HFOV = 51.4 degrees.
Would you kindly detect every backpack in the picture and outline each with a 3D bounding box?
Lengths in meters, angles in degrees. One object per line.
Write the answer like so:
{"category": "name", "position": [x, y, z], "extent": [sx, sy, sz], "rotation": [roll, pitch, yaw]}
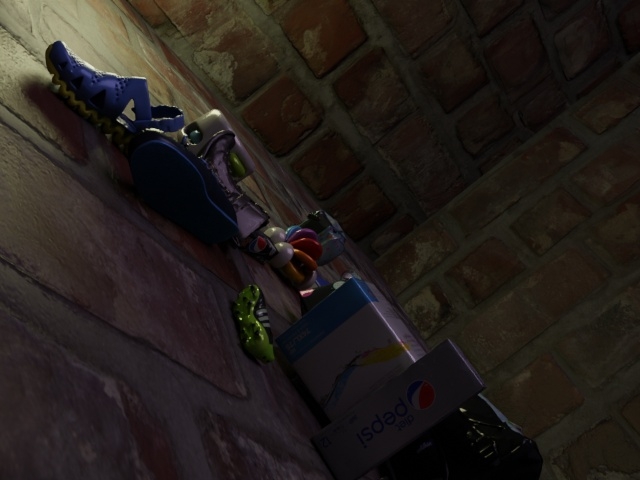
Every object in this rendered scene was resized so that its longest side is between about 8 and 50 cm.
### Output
{"category": "backpack", "position": [0.261, 0.434, 1.370], "extent": [0.273, 0.290, 0.355], "rotation": [57, -4, -31]}
{"category": "backpack", "position": [0.000, 0.000, 2.214], "extent": [0.144, 0.166, 0.188], "rotation": [56, 12, 19]}

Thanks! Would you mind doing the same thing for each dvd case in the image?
{"category": "dvd case", "position": [0.027, 0.330, 1.317], "extent": [0.221, 0.018, 0.164], "rotation": [51, 7, -3]}

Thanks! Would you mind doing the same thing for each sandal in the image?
{"category": "sandal", "position": [-0.387, -0.273, 1.291], "extent": [0.317, 0.138, 0.126], "rotation": [43, 12, -38]}

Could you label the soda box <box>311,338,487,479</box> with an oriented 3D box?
{"category": "soda box", "position": [0.133, 0.287, 1.110], "extent": [0.098, 0.286, 0.091], "rotation": [54, 7, 21]}

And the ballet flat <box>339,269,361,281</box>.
{"category": "ballet flat", "position": [0.103, 0.161, 2.151], "extent": [0.079, 0.077, 0.221], "rotation": [21, 25, -37]}

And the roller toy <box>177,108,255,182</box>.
{"category": "roller toy", "position": [-0.273, -0.225, 1.716], "extent": [0.191, 0.146, 0.209], "rotation": [58, -1, -2]}

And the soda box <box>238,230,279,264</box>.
{"category": "soda box", "position": [-0.170, -0.002, 1.612], "extent": [0.060, 0.053, 0.169], "rotation": [56, 9, 33]}

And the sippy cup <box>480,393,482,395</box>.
{"category": "sippy cup", "position": [0.270, 0.407, 1.680], "extent": [0.224, 0.305, 0.240], "rotation": [19, 59, -62]}

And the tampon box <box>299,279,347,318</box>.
{"category": "tampon box", "position": [0.032, 0.187, 1.535], "extent": [0.161, 0.120, 0.101], "rotation": [-120, -160, -51]}

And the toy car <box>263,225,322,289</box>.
{"category": "toy car", "position": [-0.063, 0.029, 1.793], "extent": [0.159, 0.136, 0.182], "rotation": [45, 9, -37]}

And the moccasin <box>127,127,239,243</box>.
{"category": "moccasin", "position": [-0.271, -0.109, 1.277], "extent": [0.342, 0.137, 0.117], "rotation": [64, 7, -58]}

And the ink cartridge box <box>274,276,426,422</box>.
{"category": "ink cartridge box", "position": [0.089, 0.240, 1.285], "extent": [0.270, 0.197, 0.198], "rotation": [53, 8, 17]}

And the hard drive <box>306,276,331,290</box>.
{"category": "hard drive", "position": [0.059, 0.210, 2.029], "extent": [0.210, 0.040, 0.318], "rotation": [54, 7, 20]}

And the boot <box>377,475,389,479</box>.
{"category": "boot", "position": [0.083, 0.437, 0.970], "extent": [0.137, 0.077, 0.198], "rotation": [57, 21, 12]}

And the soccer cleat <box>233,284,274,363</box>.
{"category": "soccer cleat", "position": [-0.117, 0.149, 1.198], "extent": [0.072, 0.060, 0.179], "rotation": [58, 9, -34]}

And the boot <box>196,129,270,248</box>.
{"category": "boot", "position": [-0.205, -0.116, 1.525], "extent": [0.229, 0.091, 0.263], "rotation": [43, 42, -8]}
